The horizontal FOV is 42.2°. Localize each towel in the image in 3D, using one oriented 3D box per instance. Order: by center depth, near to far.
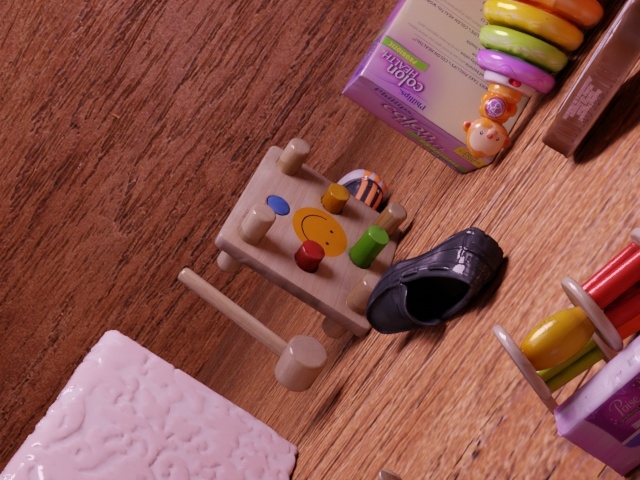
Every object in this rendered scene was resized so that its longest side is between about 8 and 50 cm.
[{"bbox_3d":[-0.194,0.290,0.993,0.053,0.317,0.332,-52,8,30],"label":"towel"}]

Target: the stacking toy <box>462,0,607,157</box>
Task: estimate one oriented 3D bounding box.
[{"bbox_3d":[0.254,-0.245,1.040,0.166,0.175,0.302,-107,38,-78],"label":"stacking toy"}]

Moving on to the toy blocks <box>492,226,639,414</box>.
[{"bbox_3d":[0.186,0.041,0.513,0.148,0.054,0.123,-36,-26,6],"label":"toy blocks"}]

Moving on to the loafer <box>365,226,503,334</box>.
[{"bbox_3d":[0.110,0.059,0.907,0.078,0.076,0.223,-53,8,-36],"label":"loafer"}]

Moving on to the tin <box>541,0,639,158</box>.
[{"bbox_3d":[0.266,-0.157,0.784,0.106,0.040,0.190,-58,-6,-36],"label":"tin"}]

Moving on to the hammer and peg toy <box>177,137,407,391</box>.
[{"bbox_3d":[-0.026,0.020,1.197,0.127,0.265,0.361,-51,9,39],"label":"hammer and peg toy"}]

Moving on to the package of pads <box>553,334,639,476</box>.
[{"bbox_3d":[0.176,0.091,0.465,0.083,0.050,0.032,-53,9,31],"label":"package of pads"}]

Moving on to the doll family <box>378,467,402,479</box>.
[{"bbox_3d":[0.033,0.264,0.590,0.111,0.076,0.193,-48,14,26],"label":"doll family"}]

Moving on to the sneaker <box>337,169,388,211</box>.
[{"bbox_3d":[0.000,0.000,1.638,0.321,0.124,0.180,-48,11,48],"label":"sneaker"}]

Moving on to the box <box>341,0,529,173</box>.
[{"bbox_3d":[0.189,-0.255,1.156,0.243,0.213,0.117,-59,8,-9],"label":"box"}]
